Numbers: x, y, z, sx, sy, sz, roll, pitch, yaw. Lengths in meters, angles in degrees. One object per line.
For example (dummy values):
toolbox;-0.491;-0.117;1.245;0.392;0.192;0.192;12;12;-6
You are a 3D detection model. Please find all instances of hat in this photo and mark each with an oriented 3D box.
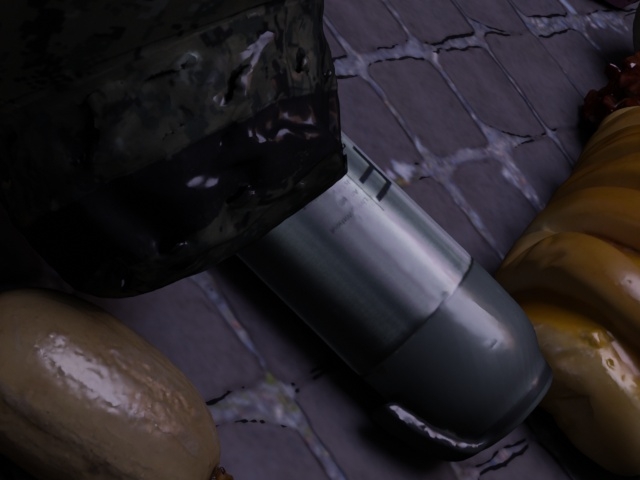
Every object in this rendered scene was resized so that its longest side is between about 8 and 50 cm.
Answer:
hat;-0.061;-0.050;0.607;0.265;0.265;0.128;-32;99;-57

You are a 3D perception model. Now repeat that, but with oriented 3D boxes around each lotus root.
lotus root;-0.092;0.058;0.598;0.150;0.062;0.073;37;33;-16

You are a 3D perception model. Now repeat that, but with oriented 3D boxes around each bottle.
bottle;0.000;0.000;0.756;0.253;0.079;0.096;44;57;-5

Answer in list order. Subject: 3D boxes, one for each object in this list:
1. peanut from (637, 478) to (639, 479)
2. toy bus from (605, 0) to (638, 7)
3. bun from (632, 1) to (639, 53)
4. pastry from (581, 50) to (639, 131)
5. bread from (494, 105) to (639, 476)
peanut;0.157;0.172;0.724;0.110;0.120;0.236;67;23;-10
toy bus;0.224;-0.285;1.335;0.090;0.063;0.203;18;44;-42
bun;0.323;-0.155;1.198;0.164;0.111;0.188;34;-9;7
pastry;0.287;-0.056;1.121;0.208;0.115;0.097;35;29;-7
bread;0.210;0.020;0.936;0.173;0.121;0.311;47;33;-3
